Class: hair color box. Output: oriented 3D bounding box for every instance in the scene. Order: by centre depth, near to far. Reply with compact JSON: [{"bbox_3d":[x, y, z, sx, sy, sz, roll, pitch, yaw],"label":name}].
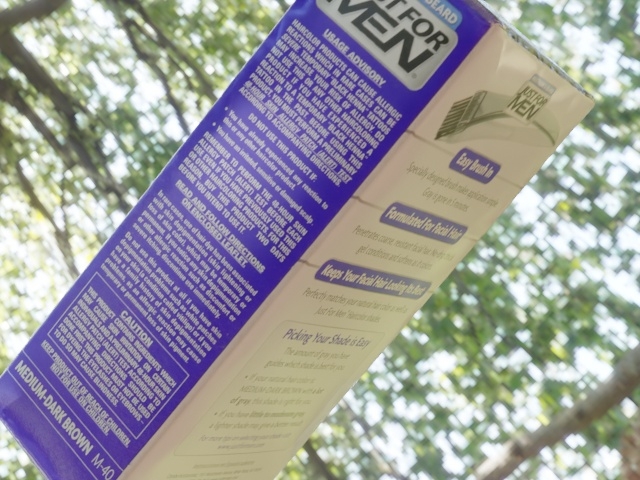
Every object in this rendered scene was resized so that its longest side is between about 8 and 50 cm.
[{"bbox_3d":[-0.012,0.002,0.785,0.339,0.110,0.185,-49,-24,12],"label":"hair color box"}]
